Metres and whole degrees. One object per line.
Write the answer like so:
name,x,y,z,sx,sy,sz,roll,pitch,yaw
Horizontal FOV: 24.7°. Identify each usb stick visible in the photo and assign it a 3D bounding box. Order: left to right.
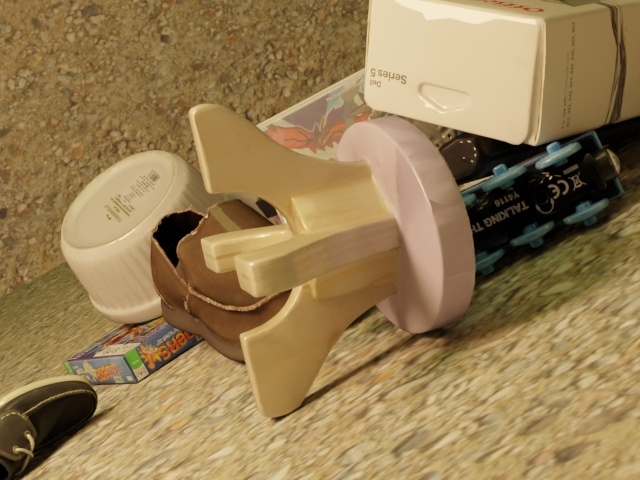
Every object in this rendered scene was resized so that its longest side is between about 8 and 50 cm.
usb stick,0.218,-0.098,1.404,0.278,0.045,0.077,-16,-10,-42

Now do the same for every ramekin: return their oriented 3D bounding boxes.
ramekin,-0.210,-0.013,1.735,0.207,0.109,0.207,-24,35,18

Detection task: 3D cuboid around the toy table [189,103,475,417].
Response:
toy table,0.000,0.000,1.163,0.161,0.252,0.274,-14,-5,-12

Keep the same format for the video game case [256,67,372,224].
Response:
video game case,0.029,-0.095,1.747,0.201,0.183,0.023,-28,-17,6

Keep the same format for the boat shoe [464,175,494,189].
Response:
boat shoe,0.225,-0.110,1.537,0.081,0.079,0.227,-12,21,47

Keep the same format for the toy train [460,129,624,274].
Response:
toy train,0.174,-0.032,1.273,0.184,0.080,0.105,-27,3,12

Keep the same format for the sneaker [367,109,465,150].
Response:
sneaker,0.076,-0.077,1.547,0.297,0.111,0.129,-44,-4,11

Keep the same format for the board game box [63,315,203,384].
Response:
board game box,-0.205,0.118,1.700,0.136,0.035,0.201,-33,10,-27

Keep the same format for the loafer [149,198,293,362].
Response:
loafer,-0.089,0.031,1.469,0.134,0.130,0.366,-33,18,-27

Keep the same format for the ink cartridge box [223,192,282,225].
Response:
ink cartridge box,-0.034,-0.057,1.898,0.278,0.117,0.201,-26,9,14

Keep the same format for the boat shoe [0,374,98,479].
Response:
boat shoe,-0.317,0.211,1.461,0.233,0.084,0.079,-26,44,-31

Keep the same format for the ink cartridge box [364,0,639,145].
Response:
ink cartridge box,0.202,-0.180,1.364,0.198,0.114,0.273,18,24,39
